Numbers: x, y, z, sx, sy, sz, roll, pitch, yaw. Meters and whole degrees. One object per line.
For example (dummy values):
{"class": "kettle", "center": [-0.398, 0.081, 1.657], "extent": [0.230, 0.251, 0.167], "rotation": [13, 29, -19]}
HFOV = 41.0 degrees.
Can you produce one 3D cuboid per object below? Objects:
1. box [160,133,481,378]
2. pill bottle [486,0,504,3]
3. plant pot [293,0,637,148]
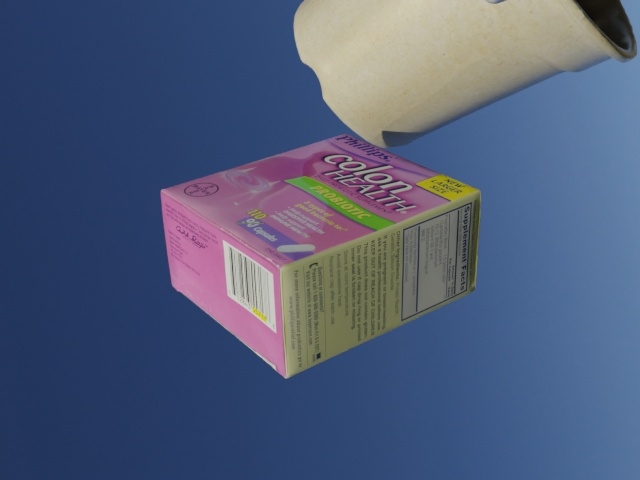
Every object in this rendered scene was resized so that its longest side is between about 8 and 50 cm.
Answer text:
{"class": "box", "center": [0.000, 0.000, 0.865], "extent": [0.243, 0.213, 0.117], "rotation": [-20, -58, -32]}
{"class": "pill bottle", "center": [0.165, -0.218, 0.514], "extent": [0.094, 0.169, 0.094], "rotation": [-21, -90, -81]}
{"class": "plant pot", "center": [0.149, -0.276, 1.018], "extent": [0.334, 0.305, 0.334], "rotation": [34, -140, -34]}
